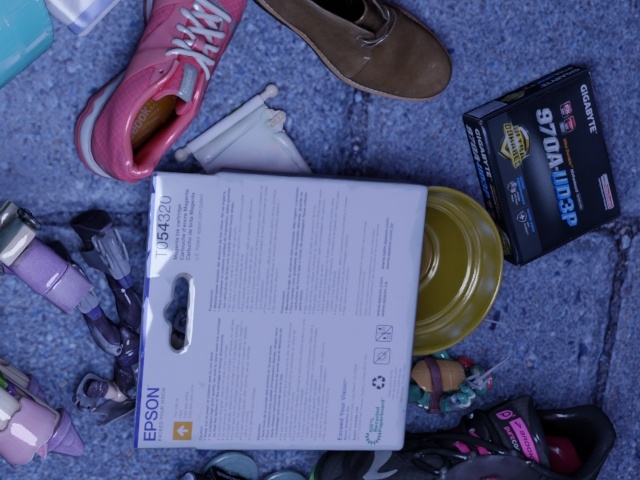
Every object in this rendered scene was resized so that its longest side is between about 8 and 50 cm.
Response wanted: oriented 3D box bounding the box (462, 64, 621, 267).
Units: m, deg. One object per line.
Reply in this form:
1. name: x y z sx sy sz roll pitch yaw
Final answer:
1. box: 0.295 -0.098 1.707 0.175 0.051 0.220 -25 115 -17

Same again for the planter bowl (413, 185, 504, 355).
1. planter bowl: 0.116 0.030 1.635 0.217 0.090 0.217 -4 104 -19

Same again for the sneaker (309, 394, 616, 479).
1. sneaker: 0.188 0.282 1.666 0.483 0.185 0.202 -5 139 -38

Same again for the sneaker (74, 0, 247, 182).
1. sneaker: -0.149 -0.195 1.415 0.116 0.136 0.313 27 93 -31

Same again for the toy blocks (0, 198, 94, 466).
1. toy blocks: -0.330 0.148 1.353 0.260 0.288 0.309 42 83 -23

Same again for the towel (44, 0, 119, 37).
1. towel: -0.281 -0.378 1.355 0.209 0.034 0.285 -48 118 -3

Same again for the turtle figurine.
1. turtle figurine: 0.149 0.173 1.673 0.234 0.175 0.118 -3 125 -16

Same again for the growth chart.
1. growth chart: -0.071 -0.044 1.539 0.172 0.021 0.237 -31 103 -12

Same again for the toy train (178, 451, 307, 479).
1. toy train: -0.067 0.398 1.650 0.334 0.142 0.190 27 105 -32

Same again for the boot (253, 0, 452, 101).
1. boot: 0.051 -0.244 1.510 0.305 0.115 0.112 28 90 -31

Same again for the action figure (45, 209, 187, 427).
1. action figure: -0.227 0.109 1.496 0.185 0.099 0.285 -41 124 -25

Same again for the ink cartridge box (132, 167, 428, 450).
1. ink cartridge box: -0.049 0.082 1.504 0.330 0.071 0.324 3 98 -15

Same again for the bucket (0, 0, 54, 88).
1. bucket: -0.399 -0.229 1.214 0.183 0.281 0.281 -41 119 -19
